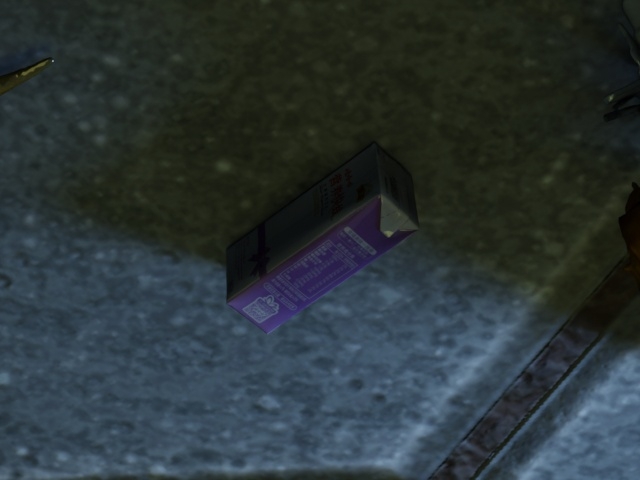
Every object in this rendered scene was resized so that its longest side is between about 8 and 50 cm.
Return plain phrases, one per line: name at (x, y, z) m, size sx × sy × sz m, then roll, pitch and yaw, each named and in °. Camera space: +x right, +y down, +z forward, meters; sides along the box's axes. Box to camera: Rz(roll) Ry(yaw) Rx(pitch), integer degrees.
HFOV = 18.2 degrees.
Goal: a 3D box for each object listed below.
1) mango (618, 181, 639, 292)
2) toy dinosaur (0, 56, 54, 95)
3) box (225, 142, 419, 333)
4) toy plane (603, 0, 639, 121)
mango at (0.307, -0.033, 0.992) m, size 0.350 × 0.199 × 0.201 m, roll -29°, pitch 148°, yaw -12°
toy dinosaur at (-0.227, -0.052, 1.076) m, size 0.162 × 0.039 × 0.126 m, roll 0°, pitch 139°, yaw -9°
box at (0.000, 0.000, 1.114) m, size 0.117 × 0.050 × 0.036 m, roll -34°, pitch 124°, yaw 25°
toy plane at (0.252, -0.166, 0.987) m, size 0.182 × 0.107 × 0.273 m, roll -23°, pitch 172°, yaw -35°
